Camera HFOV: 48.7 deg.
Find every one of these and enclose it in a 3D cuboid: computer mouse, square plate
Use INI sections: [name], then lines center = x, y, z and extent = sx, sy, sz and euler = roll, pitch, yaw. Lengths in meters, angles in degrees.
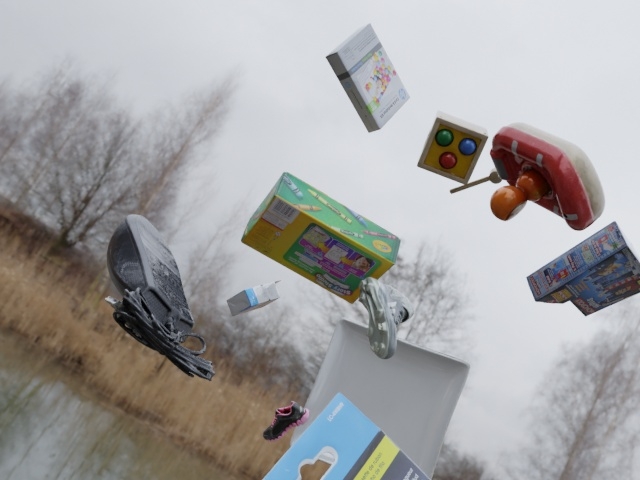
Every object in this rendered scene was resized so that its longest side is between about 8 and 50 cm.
[computer mouse]
center = -0.240, 0.068, 0.959
extent = 0.188, 0.072, 0.272
euler = 54, 5, -41
[square plate]
center = 0.144, 0.401, 1.710
extent = 0.344, 0.347, 0.049
euler = 19, -13, 18

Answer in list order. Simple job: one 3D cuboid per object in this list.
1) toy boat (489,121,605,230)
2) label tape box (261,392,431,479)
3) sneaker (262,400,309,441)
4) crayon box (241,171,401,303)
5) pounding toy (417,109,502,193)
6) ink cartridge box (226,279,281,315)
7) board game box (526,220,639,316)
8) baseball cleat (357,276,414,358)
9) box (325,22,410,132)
[toy boat]
center = 0.344, -0.086, 1.155
extent = 0.151, 0.151, 0.231
euler = 56, -7, -35
[label tape box]
center = 0.062, 0.394, 0.838
extent = 0.348, 0.249, 0.115
euler = 43, -49, 7
[sneaker]
center = -0.082, 0.378, 1.490
extent = 0.057, 0.119, 0.047
euler = 45, 19, -22
[crayon box]
center = 0.000, 0.000, 1.438
extent = 0.279, 0.081, 0.165
euler = 30, -45, -12
[pounding toy]
center = 0.338, -0.180, 1.669
extent = 0.206, 0.181, 0.094
euler = 21, 24, 2
[ink cartridge box]
center = -0.097, 0.088, 1.088
extent = 0.048, 0.028, 0.083
euler = -30, -11, 39
[board game box]
center = 0.502, 0.069, 1.330
extent = 0.194, 0.060, 0.194
euler = -29, -40, 24
[baseball cleat]
center = 0.132, 0.141, 1.296
extent = 0.110, 0.072, 0.205
euler = 17, 34, -20
[box]
center = 0.103, -0.343, 1.496
extent = 0.038, 0.145, 0.186
euler = -9, -60, 45
